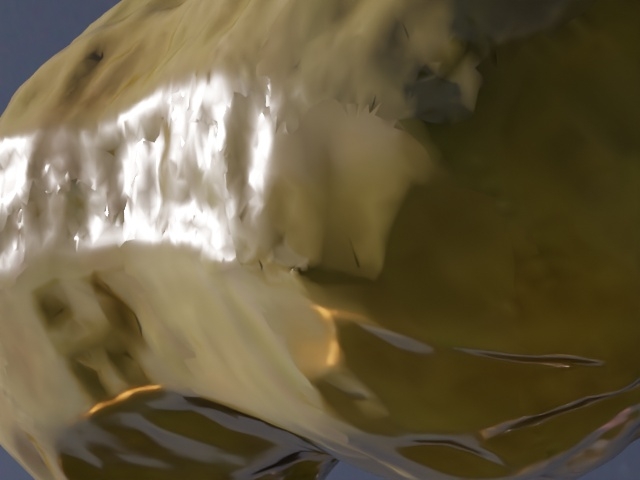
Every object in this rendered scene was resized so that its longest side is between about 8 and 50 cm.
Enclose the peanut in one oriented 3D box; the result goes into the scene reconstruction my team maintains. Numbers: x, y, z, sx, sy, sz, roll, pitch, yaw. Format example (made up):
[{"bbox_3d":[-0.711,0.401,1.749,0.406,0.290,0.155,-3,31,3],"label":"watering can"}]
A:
[{"bbox_3d":[0.000,0.000,0.480,0.147,0.147,0.305,22,-24,-31],"label":"peanut"}]
